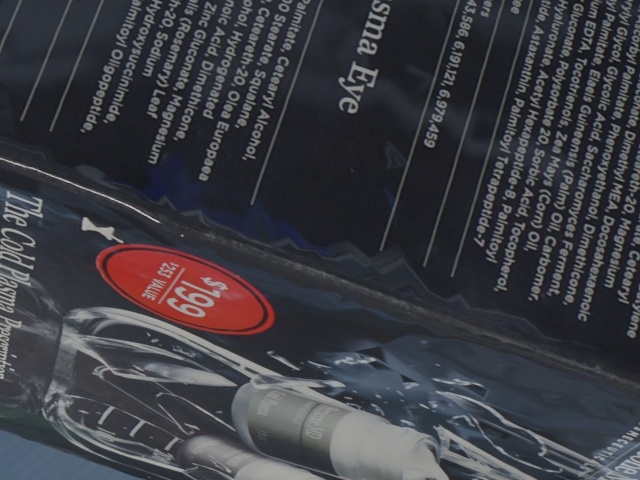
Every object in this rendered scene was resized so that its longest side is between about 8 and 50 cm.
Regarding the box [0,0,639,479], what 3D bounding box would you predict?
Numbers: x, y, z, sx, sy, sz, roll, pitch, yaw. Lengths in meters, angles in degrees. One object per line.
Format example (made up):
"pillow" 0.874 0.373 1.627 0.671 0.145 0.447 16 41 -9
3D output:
"box" 0.000 0.000 0.774 0.312 0.179 0.343 19 157 -4
